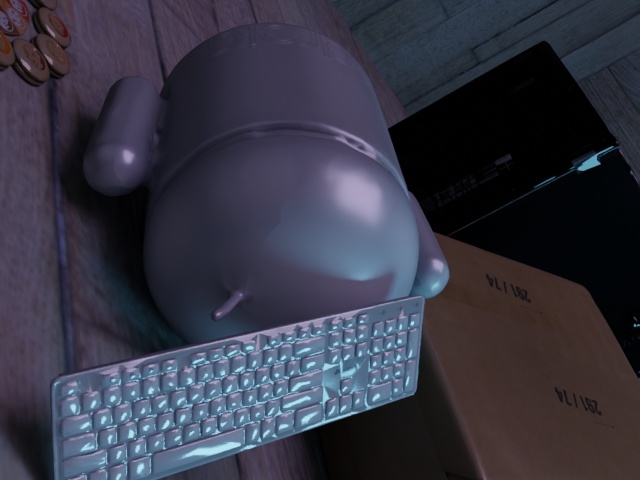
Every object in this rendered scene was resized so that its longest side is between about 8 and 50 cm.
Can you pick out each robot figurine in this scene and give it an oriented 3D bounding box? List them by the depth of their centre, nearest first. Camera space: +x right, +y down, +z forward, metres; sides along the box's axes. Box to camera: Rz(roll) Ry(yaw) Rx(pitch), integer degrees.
[{"bbox_3d":[-0.036,-0.038,0.668,0.299,0.200,0.353,16,35,-21],"label":"robot figurine"}]

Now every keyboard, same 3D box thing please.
[{"bbox_3d":[-0.033,0.086,0.494,0.256,0.014,0.072,-9,103,-38],"label":"keyboard"}]

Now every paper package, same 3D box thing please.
[{"bbox_3d":[0.166,0.164,0.827,0.324,0.168,0.310,16,40,-33],"label":"paper package"}]

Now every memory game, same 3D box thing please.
[{"bbox_3d":[-0.247,-0.196,0.620,0.186,0.012,0.186,55,16,-24],"label":"memory game"}]

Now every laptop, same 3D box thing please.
[{"bbox_3d":[0.233,0.005,1.136,0.236,0.382,0.408,51,18,-38],"label":"laptop"}]
